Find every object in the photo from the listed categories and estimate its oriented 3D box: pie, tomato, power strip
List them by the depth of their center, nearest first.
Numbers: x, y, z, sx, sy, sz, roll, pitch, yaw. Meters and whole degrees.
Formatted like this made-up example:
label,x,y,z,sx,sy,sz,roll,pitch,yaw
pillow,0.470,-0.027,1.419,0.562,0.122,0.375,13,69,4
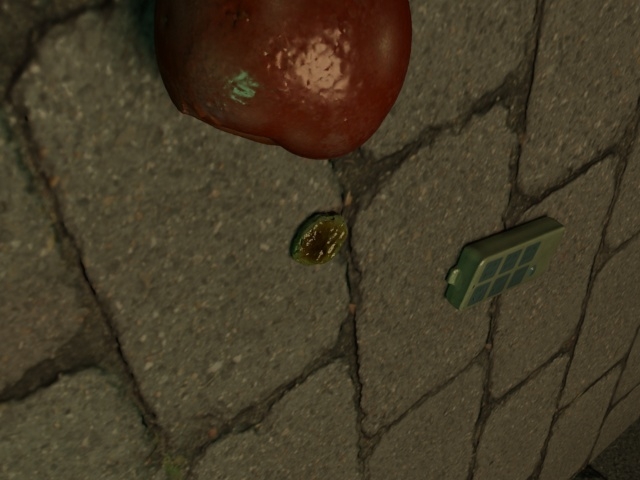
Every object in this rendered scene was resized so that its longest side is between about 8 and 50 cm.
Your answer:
label,x,y,z,sx,sy,sz,roll,pitch,yaw
tomato,-0.028,-0.169,0.631,0.208,0.208,0.184,12,98,-52
pie,0.000,0.000,0.981,0.084,0.020,0.084,-28,140,-27
power strip,0.320,0.037,1.347,0.270,0.046,0.118,-18,135,-38
